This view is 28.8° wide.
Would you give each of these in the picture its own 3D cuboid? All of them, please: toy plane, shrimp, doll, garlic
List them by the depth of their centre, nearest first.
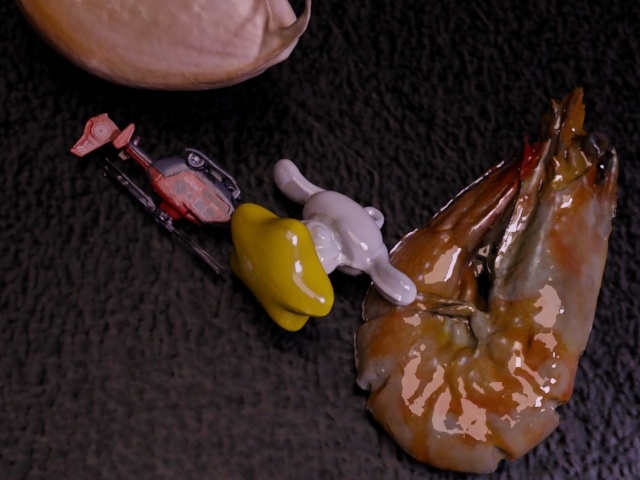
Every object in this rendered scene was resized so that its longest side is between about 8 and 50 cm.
[{"bbox_3d":[-0.005,-0.005,0.843,0.113,0.071,0.135,-5,51,-20],"label":"doll"},{"bbox_3d":[0.124,0.016,0.856,0.154,0.062,0.294,22,70,12],"label":"shrimp"},{"bbox_3d":[-0.119,-0.187,0.856,0.245,0.164,0.145,38,55,4],"label":"garlic"},{"bbox_3d":[-0.106,-0.041,0.870,0.145,0.037,0.060,39,82,5],"label":"toy plane"}]
